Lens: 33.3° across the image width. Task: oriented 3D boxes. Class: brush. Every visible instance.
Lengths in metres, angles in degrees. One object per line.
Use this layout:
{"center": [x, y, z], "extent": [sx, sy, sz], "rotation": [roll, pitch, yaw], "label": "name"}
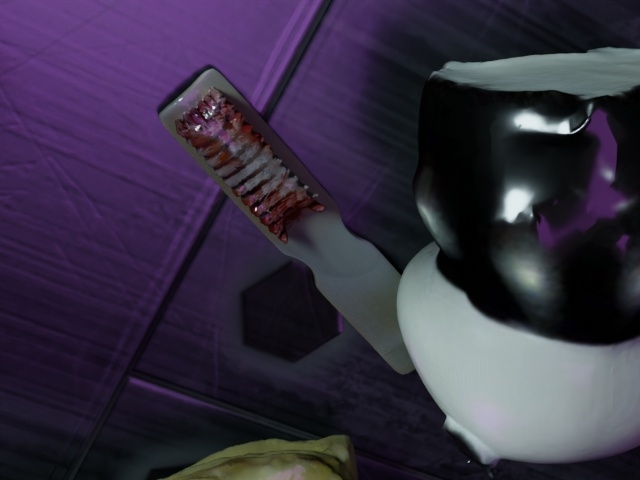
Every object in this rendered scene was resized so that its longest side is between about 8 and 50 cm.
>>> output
{"center": [0.000, 0.000, 0.849], "extent": [0.060, 0.050, 0.321], "rotation": [-42, 118, 2], "label": "brush"}

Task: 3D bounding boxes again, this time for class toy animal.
{"center": [0.178, 0.021, 0.808], "extent": [0.250, 0.251, 0.310], "rotation": [-9, 109, -11], "label": "toy animal"}

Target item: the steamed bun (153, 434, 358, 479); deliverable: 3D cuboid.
{"center": [-0.148, 0.330, 0.890], "extent": [0.428, 0.247, 0.189], "rotation": [-17, 161, -12], "label": "steamed bun"}
